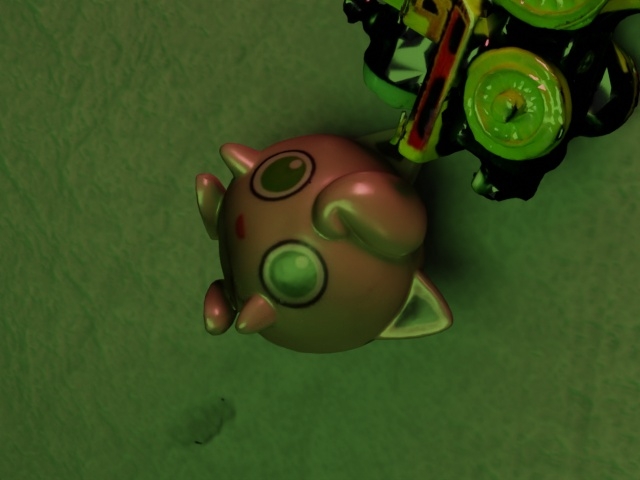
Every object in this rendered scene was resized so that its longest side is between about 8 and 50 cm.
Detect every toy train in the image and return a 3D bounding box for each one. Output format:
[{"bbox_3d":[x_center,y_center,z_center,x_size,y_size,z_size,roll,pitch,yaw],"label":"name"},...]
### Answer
[{"bbox_3d":[0.104,-0.166,0.714,0.160,0.100,0.296,32,121,24],"label":"toy train"}]

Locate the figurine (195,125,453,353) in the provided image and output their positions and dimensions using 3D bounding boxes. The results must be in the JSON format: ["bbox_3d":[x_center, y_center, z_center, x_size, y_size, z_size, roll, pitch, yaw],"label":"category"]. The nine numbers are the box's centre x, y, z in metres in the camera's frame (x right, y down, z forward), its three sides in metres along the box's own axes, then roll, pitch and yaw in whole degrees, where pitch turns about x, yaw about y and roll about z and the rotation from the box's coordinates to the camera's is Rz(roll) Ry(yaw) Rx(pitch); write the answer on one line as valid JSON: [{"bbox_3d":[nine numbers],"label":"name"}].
[{"bbox_3d":[0.000,0.000,0.815,0.138,0.125,0.125,-7,104,15],"label":"figurine"}]
